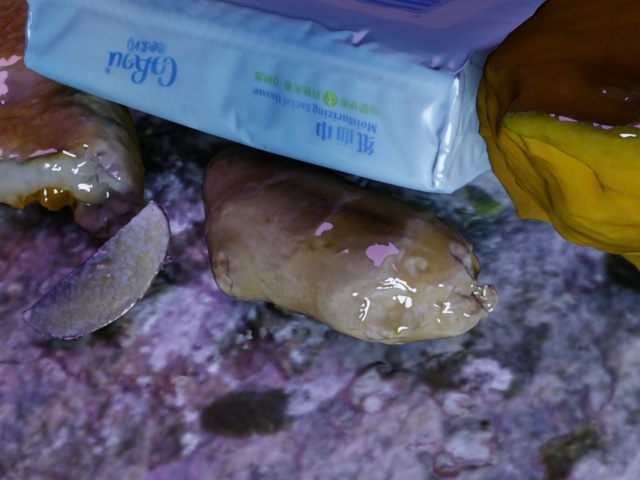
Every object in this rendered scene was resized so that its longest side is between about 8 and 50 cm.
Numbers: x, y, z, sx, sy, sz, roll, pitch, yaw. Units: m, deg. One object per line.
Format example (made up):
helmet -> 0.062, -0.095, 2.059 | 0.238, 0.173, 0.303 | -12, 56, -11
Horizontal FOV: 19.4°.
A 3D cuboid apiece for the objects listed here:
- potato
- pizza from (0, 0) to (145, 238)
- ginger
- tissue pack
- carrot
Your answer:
potato -> -0.109, 0.022, 0.985 | 0.093, 0.036, 0.037 | -41, 87, 1
pizza -> -0.238, -0.093, 1.090 | 0.365, 0.074, 0.182 | 28, 58, 30
ginger -> 0.001, 0.000, 0.947 | 0.190, 0.069, 0.095 | 24, 27, 33
tissue pack -> -0.005, -0.106, 0.998 | 0.263, 0.089, 0.177 | 16, 23, 28
carrot -> 0.225, -0.063, 0.827 | 0.241, 0.241, 0.341 | 27, 58, 33
